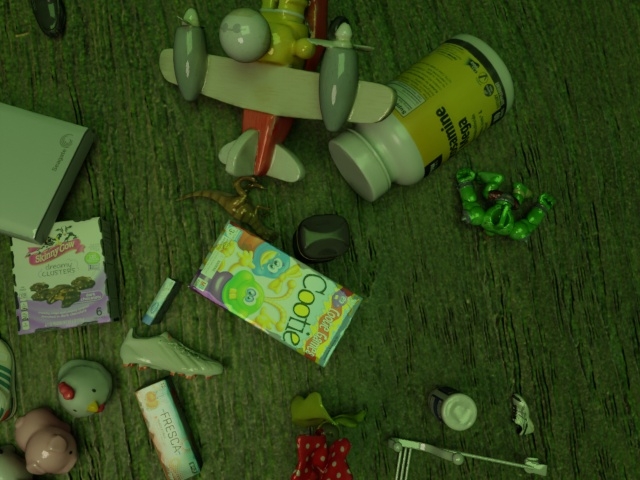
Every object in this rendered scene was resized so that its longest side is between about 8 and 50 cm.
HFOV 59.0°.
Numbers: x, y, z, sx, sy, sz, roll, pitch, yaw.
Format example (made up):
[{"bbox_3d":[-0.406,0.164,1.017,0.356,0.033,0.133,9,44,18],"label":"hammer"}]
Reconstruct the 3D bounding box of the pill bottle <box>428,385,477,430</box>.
[{"bbox_3d":[0.245,0.314,1.072,0.067,0.120,0.067,1,85,-6],"label":"pill bottle"}]

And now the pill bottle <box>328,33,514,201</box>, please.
[{"bbox_3d":[0.187,-0.227,1.086,0.333,0.188,0.188,-37,89,-7],"label":"pill bottle"}]

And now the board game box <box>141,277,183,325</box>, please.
[{"bbox_3d":[-0.292,0.113,1.053,0.020,0.090,0.090,30,82,-1],"label":"board game box"}]

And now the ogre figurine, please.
[{"bbox_3d":[0.360,-0.068,1.136,0.197,0.097,0.118,26,71,-14],"label":"ogre figurine"}]

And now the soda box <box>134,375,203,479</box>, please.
[{"bbox_3d":[-0.279,0.348,1.048,0.062,0.058,0.183,-21,88,-7],"label":"soda box"}]

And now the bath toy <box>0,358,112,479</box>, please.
[{"bbox_3d":[-0.497,0.370,0.989,0.151,0.129,0.348,37,81,-1],"label":"bath toy"}]

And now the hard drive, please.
[{"bbox_3d":[-0.630,-0.149,1.030,0.352,0.047,0.233,16,70,1],"label":"hard drive"}]

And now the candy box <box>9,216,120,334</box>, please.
[{"bbox_3d":[-0.472,0.065,1.049,0.164,0.070,0.197,-8,85,-6],"label":"candy box"}]

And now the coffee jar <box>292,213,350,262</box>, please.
[{"bbox_3d":[0.000,0.000,1.046,0.096,0.184,0.079,-6,85,-6],"label":"coffee jar"}]

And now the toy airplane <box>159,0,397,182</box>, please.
[{"bbox_3d":[-0.102,-0.296,1.015,0.386,0.272,0.385,-28,70,14],"label":"toy airplane"}]

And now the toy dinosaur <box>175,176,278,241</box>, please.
[{"bbox_3d":[-0.166,-0.075,1.098,0.211,0.064,0.112,31,83,-2],"label":"toy dinosaur"}]

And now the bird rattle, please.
[{"bbox_3d":[0.008,0.393,0.990,0.143,0.253,0.207,11,107,-4],"label":"bird rattle"}]

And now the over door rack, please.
[{"bbox_3d":[0.271,0.516,1.063,0.323,0.108,0.240,10,84,-5],"label":"over door rack"}]

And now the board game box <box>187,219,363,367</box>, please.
[{"bbox_3d":[-0.082,0.098,1.049,0.275,0.144,0.142,30,83,-1],"label":"board game box"}]

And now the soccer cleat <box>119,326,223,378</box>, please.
[{"bbox_3d":[-0.276,0.212,1.059,0.196,0.068,0.076,11,80,-2],"label":"soccer cleat"}]

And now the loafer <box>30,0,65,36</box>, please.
[{"bbox_3d":[-0.541,-0.484,1.101,0.062,0.061,0.170,-14,87,-8],"label":"loafer"}]

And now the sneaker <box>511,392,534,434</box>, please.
[{"bbox_3d":[0.397,0.349,1.129,0.036,0.032,0.083,-19,86,-7],"label":"sneaker"}]

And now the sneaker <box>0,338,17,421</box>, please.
[{"bbox_3d":[-0.591,0.250,1.017,0.057,0.075,0.162,-10,86,-7],"label":"sneaker"}]
